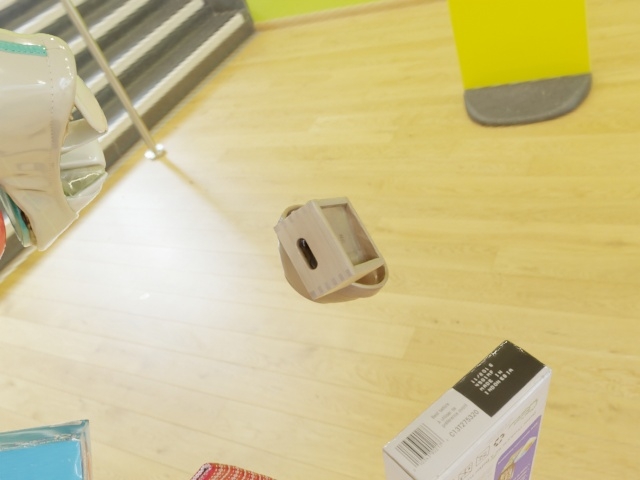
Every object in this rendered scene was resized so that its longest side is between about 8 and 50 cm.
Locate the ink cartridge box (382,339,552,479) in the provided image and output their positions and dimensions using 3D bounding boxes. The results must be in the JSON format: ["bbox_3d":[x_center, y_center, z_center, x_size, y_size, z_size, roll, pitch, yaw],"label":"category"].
[{"bbox_3d":[0.163,0.287,0.688,0.176,0.370,0.069,-34,45,-24],"label":"ink cartridge box"}]

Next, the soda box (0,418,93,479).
[{"bbox_3d":[-0.268,0.178,0.419,0.210,0.071,0.067,-5,-2,-15],"label":"soda box"}]

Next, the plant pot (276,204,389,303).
[{"bbox_3d":[0.006,0.045,1.197,0.109,0.237,0.237,-56,28,25],"label":"plant pot"}]

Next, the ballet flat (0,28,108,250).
[{"bbox_3d":[-0.172,-0.053,0.387,0.086,0.086,0.248,-41,1,-21],"label":"ballet flat"}]

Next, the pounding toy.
[{"bbox_3d":[0.000,0.000,0.850,0.100,0.141,0.130,-34,-9,26],"label":"pounding toy"}]

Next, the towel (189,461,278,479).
[{"bbox_3d":[-0.173,0.443,0.966,0.031,0.275,0.199,35,80,30],"label":"towel"}]

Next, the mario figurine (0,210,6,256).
[{"bbox_3d":[-0.294,0.036,0.252,0.321,0.170,0.198,-19,10,-41],"label":"mario figurine"}]
